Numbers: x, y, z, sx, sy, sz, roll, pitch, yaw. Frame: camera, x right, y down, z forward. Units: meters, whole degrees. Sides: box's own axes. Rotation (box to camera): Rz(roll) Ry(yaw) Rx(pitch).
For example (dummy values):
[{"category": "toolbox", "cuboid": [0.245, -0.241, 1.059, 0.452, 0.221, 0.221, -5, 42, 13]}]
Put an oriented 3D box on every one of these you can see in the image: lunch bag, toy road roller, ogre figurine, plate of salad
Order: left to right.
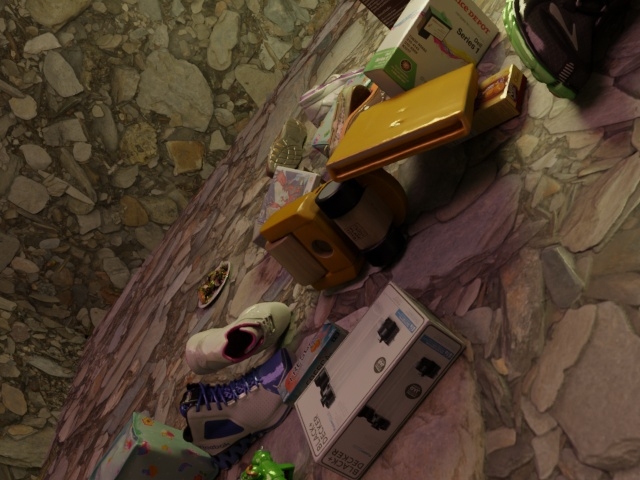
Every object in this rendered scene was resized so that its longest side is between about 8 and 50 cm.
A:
[{"category": "lunch bag", "cuboid": [-0.398, 0.561, 1.261, 0.262, 0.223, 0.160, -56, 28, 0]}, {"category": "plate of salad", "cuboid": [-0.398, 0.156, 2.036, 0.200, 0.048, 0.199, -44, 25, 26]}, {"category": "ogre figurine", "cuboid": [-0.100, 0.456, 1.000, 0.197, 0.097, 0.118, -149, 75, -82]}, {"category": "toy road roller", "cuboid": [0.049, -0.053, 1.262, 0.330, 0.202, 0.240, -27, 24, 40]}, {"category": "lunch bag", "cuboid": [0.097, -0.381, 1.710, 0.279, 0.108, 0.224, -58, 21, -7]}]

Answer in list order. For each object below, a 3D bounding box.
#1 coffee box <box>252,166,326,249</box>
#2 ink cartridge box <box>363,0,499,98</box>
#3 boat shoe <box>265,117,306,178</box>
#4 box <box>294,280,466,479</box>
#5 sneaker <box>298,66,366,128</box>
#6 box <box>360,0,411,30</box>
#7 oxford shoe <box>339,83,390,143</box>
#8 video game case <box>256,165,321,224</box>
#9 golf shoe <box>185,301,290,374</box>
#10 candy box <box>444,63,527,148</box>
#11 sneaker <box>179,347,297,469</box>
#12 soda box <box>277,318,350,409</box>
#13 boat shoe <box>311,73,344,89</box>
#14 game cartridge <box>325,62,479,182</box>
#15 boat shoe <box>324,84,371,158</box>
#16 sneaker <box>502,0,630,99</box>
[{"category": "coffee box", "cuboid": [-0.094, -0.088, 1.698, 0.246, 0.098, 0.141, -42, 29, 29]}, {"category": "ink cartridge box", "cuboid": [0.271, -0.463, 1.355, 0.278, 0.201, 0.117, -56, 23, -3]}, {"category": "boat shoe", "cuboid": [-0.139, -0.332, 2.114, 0.116, 0.123, 0.324, -43, 18, 44]}, {"category": "box", "cuboid": [0.089, 0.230, 0.930, 0.290, 0.087, 0.169, -53, 23, 7]}, {"category": "sneaker", "cuboid": [0.086, -0.488, 1.889, 0.305, 0.152, 0.114, -22, 18, 18]}, {"category": "box", "cuboid": [0.214, -0.786, 1.669, 0.191, 0.381, 0.143, -11, 49, 59]}, {"category": "oxford shoe", "cuboid": [0.163, -0.312, 1.471, 0.133, 0.130, 0.363, 20, 83, 53]}, {"category": "video game case", "cuboid": [-0.095, -0.115, 1.586, 0.201, 0.023, 0.183, 19, 89, 51]}, {"category": "golf shoe", "cuboid": [-0.158, 0.221, 1.284, 0.140, 0.115, 0.306, -17, 6, 43]}, {"category": "candy box", "cuboid": [0.337, -0.279, 1.171, 0.187, 0.053, 0.109, -22, 38, 51]}, {"category": "sneaker", "cuboid": [-0.197, 0.354, 1.201, 0.315, 0.182, 0.127, -50, 25, 14]}, {"category": "soda box", "cuboid": [-0.008, 0.254, 1.117, 0.183, 0.063, 0.058, -55, 23, 2]}, {"category": "boat shoe", "cuboid": [0.049, -0.548, 2.087, 0.099, 0.116, 0.319, -17, 3, -21]}, {"category": "game cartridge", "cuboid": [0.180, -0.248, 1.144, 0.285, 0.052, 0.323, -17, 23, 28]}, {"category": "boat shoe", "cuboid": [0.075, -0.289, 1.554, 0.089, 0.105, 0.285, 15, 93, 52]}, {"category": "sneaker", "cuboid": [0.473, -0.461, 0.985, 0.202, 0.185, 0.482, -22, 41, 59]}]
